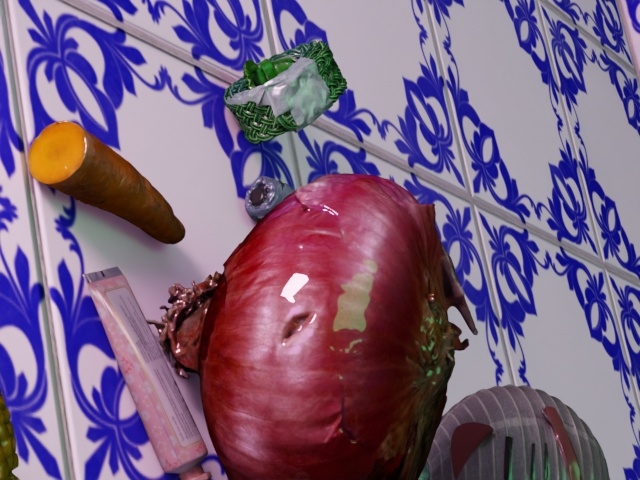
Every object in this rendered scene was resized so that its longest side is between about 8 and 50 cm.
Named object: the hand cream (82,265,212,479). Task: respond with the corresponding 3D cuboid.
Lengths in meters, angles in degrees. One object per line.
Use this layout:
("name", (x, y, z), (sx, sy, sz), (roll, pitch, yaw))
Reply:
("hand cream", (-0.154, 0.122, 1.559), (0.209, 0.043, 0.067), (66, 24, 4))

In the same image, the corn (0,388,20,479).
("corn", (-0.286, 0.072, 1.200), (0.119, 0.119, 0.322), (-40, 120, -63))

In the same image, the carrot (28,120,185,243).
("carrot", (-0.181, -0.042, 1.608), (0.210, 0.061, 0.061), (37, 41, -55))

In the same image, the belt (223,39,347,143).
("belt", (-0.043, -0.168, 1.888), (0.079, 0.121, 0.151), (63, 31, -19))

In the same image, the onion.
("onion", (-0.016, 0.101, 1.606), (0.347, 0.285, 0.347), (9, 90, -73))

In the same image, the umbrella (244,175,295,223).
("umbrella", (-0.001, -0.001, 1.929), (0.250, 0.052, 0.053), (35, 33, -49))

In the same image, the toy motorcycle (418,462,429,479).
("toy motorcycle", (0.065, 0.285, 1.758), (0.207, 0.134, 0.401), (40, 38, -59))

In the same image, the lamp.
("lamp", (0.205, 0.289, 1.933), (0.233, 0.233, 0.265), (24, 64, -56))
